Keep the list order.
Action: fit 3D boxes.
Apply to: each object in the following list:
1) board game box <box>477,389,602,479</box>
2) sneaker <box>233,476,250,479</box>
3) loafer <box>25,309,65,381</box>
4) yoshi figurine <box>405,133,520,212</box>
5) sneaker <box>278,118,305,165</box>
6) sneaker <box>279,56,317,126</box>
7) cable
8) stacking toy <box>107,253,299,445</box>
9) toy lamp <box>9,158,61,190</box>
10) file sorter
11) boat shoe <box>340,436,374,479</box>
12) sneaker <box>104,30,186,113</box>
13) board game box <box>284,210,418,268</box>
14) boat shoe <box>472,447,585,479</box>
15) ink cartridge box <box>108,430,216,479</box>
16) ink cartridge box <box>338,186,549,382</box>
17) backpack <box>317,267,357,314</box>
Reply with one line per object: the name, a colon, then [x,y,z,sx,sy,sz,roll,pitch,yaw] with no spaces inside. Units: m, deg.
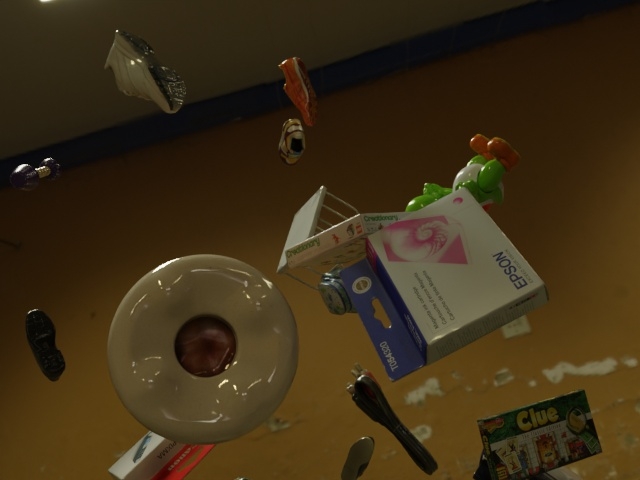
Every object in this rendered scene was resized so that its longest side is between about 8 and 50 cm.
board game box: [0.452,0.402,1.362,0.260,0.136,0.030,-10,-12,-21]
sneaker: [-0.236,0.666,1.673,0.166,0.065,0.076,-41,6,7]
loafer: [-0.611,0.233,1.463,0.062,0.170,0.061,-9,-32,-34]
yoshi figurine: [0.367,-0.133,1.836,0.362,0.203,0.203,-56,-29,3]
sneaker: [-0.084,-0.272,1.986,0.069,0.084,0.185,-10,-33,-11]
sneaker: [-0.053,-0.373,1.682,0.067,0.175,0.064,-13,10,27]
cable: [0.164,0.388,1.483,0.072,0.287,0.139,-38,-24,-30]
stacking toy: [-0.254,0.246,1.410,0.350,0.350,0.480,-12,-12,-16]
toy lamp: [-0.863,-0.198,2.014,0.080,0.080,0.274,-19,11,2]
file sorter: [0.000,0.000,2.250,0.173,0.277,0.193,30,-43,-16]
boat shoe: [0.087,0.485,1.487,0.042,0.049,0.133,-19,-42,-57]
sneaker: [-0.452,-0.412,1.712,0.111,0.297,0.129,4,-52,-54]
board game box: [0.077,0.001,1.592,0.193,0.053,0.305,-4,-13,-39]
boat shoe: [0.563,0.643,1.732,0.127,0.340,0.158,27,-89,-54]
ink cartridge box: [-0.392,0.543,1.756,0.296,0.066,0.261,-42,17,-30]
ink cartridge box: [0.220,0.073,1.318,0.330,0.324,0.071,-27,-47,1]
backpack: [0.058,0.120,1.516,0.084,0.105,0.114,-34,18,-35]
